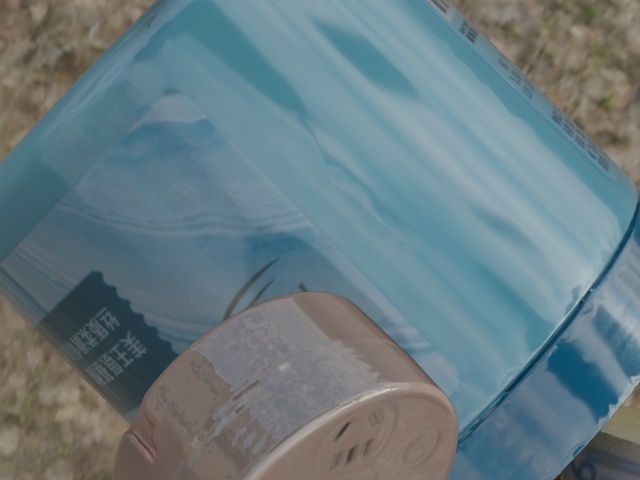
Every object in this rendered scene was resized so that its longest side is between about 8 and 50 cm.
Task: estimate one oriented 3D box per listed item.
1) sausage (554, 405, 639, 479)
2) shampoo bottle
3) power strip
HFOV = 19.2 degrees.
[{"bbox_3d":[0.233,0.263,1.176,0.233,0.233,0.287,10,92,-11],"label":"sausage"},{"bbox_3d":[0.000,0.000,1.178,0.343,0.331,0.331,45,59,-5],"label":"shampoo bottle"},{"bbox_3d":[-0.013,0.103,0.871,0.154,0.154,0.078,-25,50,-26],"label":"power strip"}]
